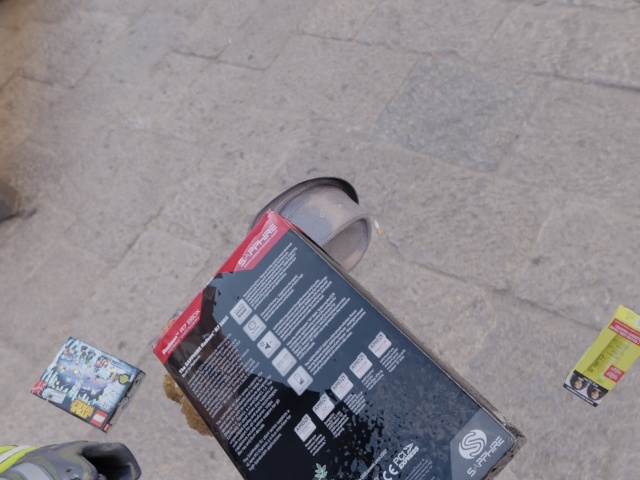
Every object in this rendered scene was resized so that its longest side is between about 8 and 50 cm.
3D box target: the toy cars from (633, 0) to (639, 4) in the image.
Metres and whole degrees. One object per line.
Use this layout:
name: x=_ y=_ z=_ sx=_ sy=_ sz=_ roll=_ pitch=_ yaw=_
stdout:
toy cars: x=0.352 y=-0.237 z=0.595 sx=0.394 sy=0.087 sz=0.176 roll=44 pitch=43 yaw=-2

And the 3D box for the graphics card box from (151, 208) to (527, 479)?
graphics card box: x=0.000 y=0.163 z=0.615 sx=0.232 sy=0.094 sz=0.371 roll=-49 pitch=57 yaw=1

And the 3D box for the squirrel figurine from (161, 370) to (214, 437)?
squirrel figurine: x=-0.199 y=0.323 z=1.453 sx=0.397 sy=0.281 sz=0.370 roll=1 pitch=38 yaw=-22

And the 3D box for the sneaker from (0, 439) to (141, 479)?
sneaker: x=-0.207 y=0.206 z=0.376 sx=0.121 sy=0.111 sz=0.300 roll=-16 pitch=7 yaw=-4

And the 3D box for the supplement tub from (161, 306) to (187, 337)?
supplement tub: x=-0.252 y=0.191 z=1.184 sx=0.117 sy=0.190 sz=0.116 roll=0 pitch=91 yaw=10

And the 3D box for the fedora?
fedora: x=0.000 y=0.000 z=1.126 sx=0.276 sy=0.243 sz=0.124 roll=-23 pitch=43 yaw=-32

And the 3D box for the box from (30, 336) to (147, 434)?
box: x=-0.328 y=0.203 z=0.798 sx=0.137 sy=0.027 sz=0.093 roll=17 pitch=63 yaw=21

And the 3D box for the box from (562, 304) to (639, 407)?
box: x=0.624 y=0.254 z=1.220 sx=0.087 sy=0.232 sz=0.058 roll=34 pitch=39 yaw=22
